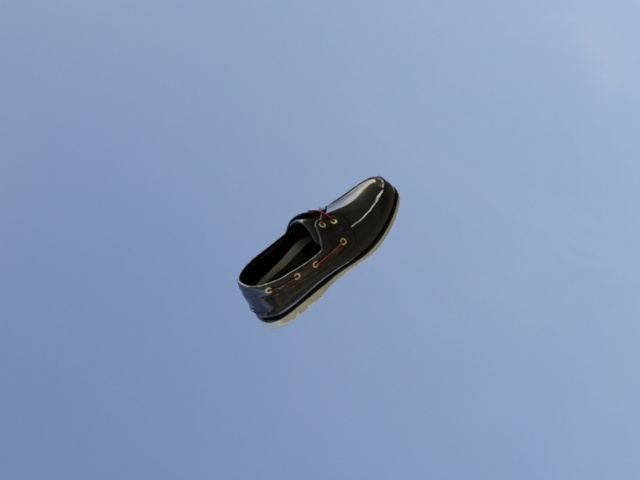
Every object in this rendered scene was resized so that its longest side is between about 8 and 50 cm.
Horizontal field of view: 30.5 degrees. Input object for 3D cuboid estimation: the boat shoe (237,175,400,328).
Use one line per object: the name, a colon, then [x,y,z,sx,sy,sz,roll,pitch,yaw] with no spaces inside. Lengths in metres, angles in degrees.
boat shoe: [0.001,0.001,0.785,0.133,0.049,0.042,-42,-52,-15]
